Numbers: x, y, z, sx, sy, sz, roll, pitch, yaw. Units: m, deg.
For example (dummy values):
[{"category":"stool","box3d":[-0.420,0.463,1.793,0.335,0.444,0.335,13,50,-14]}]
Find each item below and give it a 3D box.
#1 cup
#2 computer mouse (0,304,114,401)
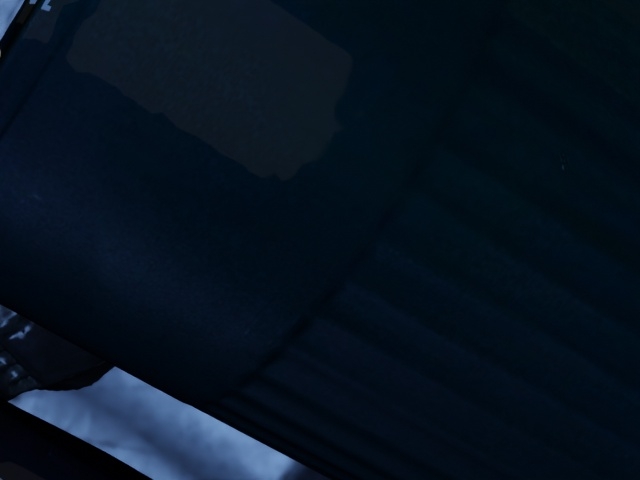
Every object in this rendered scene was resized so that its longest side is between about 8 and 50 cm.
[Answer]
[{"category":"cup","box3d":[0.007,-0.004,0.585,0.292,0.242,0.308,30,77,-15]},{"category":"computer mouse","box3d":[-0.160,0.028,0.697,0.192,0.062,0.106,-10,94,-2]}]
